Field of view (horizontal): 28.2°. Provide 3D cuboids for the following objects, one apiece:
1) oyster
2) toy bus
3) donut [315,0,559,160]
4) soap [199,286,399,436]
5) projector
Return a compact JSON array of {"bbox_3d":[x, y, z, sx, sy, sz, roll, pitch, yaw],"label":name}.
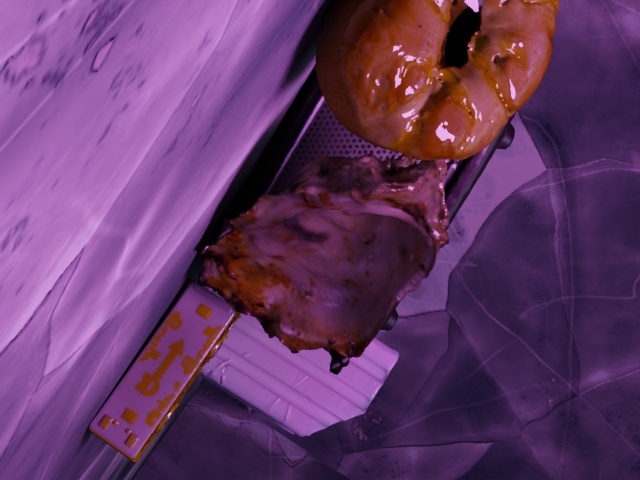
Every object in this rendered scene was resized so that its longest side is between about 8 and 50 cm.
[{"bbox_3d":[0.002,-0.007,1.378,0.361,0.221,0.096,-55,-168,45],"label":"oyster"},{"bbox_3d":[-0.191,0.157,1.553,0.226,0.081,0.074,-54,174,-9],"label":"toy bus"},{"bbox_3d":[0.116,-0.199,1.239,0.261,0.208,0.128,-50,-152,-15],"label":"donut"},{"bbox_3d":[-0.057,0.156,1.780,0.173,0.289,0.095,-58,177,-11],"label":"soap"},{"bbox_3d":[0.082,-0.107,1.621,0.405,0.242,0.395,-58,178,19],"label":"projector"}]
